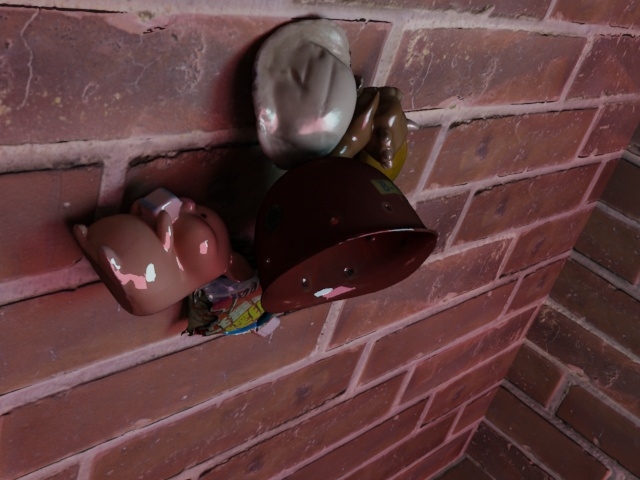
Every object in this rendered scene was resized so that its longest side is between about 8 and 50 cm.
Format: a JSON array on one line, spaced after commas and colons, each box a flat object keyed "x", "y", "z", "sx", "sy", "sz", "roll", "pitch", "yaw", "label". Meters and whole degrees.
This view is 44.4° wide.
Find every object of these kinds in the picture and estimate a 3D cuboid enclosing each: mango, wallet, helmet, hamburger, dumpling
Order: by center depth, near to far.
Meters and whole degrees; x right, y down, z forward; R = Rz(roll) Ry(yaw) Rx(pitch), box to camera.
[{"x": -0.044, "y": -0.277, "z": 1.441, "sx": 0.175, "sy": 0.243, "sz": 0.227, "roll": -25, "pitch": 143, "yaw": 35, "label": "dumpling"}, {"x": 0.025, "y": -0.032, "z": 1.461, "sx": 0.337, "sy": 0.230, "sz": 0.385, "roll": -32, "pitch": 161, "yaw": 27, "label": "helmet"}, {"x": -0.172, "y": 0.085, "z": 1.641, "sx": 0.260, "sy": 0.151, "sz": 0.276, "roll": -13, "pitch": 152, "yaw": -25, "label": "hamburger"}, {"x": 0.144, "y": -0.189, "z": 1.826, "sx": 0.130, "sy": 0.092, "sz": 0.195, "roll": -44, "pitch": 158, "yaw": -18, "label": "mango"}, {"x": -0.145, "y": 0.195, "z": 1.883, "sx": 0.061, "sy": 0.025, "sz": 0.122, "roll": -46, "pitch": 150, "yaw": 1, "label": "wallet"}]

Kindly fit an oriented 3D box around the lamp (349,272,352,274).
[{"x": 0.000, "y": 0.000, "z": 1.684, "sx": 0.121, "sy": 0.214, "sz": 0.121, "roll": -41, "pitch": 155, "yaw": -24, "label": "lamp"}]

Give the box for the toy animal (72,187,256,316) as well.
[{"x": -0.280, "y": 0.012, "z": 1.372, "sx": 0.256, "sy": 0.195, "sz": 0.213, "roll": -31, "pitch": 136, "yaw": -28, "label": "toy animal"}]

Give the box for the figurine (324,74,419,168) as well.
[{"x": 0.081, "y": -0.211, "z": 1.625, "sx": 0.173, "sy": 0.177, "sz": 0.247, "roll": 43, "pitch": 73, "yaw": -41, "label": "figurine"}]

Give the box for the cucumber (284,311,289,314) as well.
[{"x": -0.079, "y": 0.131, "z": 1.895, "sx": 0.037, "sy": 0.037, "sz": 0.155, "roll": -34, "pitch": 145, "yaw": -29, "label": "cucumber"}]

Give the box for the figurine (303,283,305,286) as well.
[{"x": 0.006, "y": 0.079, "z": 1.944, "sx": 0.136, "sy": 0.079, "sz": 0.077, "roll": -18, "pitch": 144, "yaw": -10, "label": "figurine"}]
